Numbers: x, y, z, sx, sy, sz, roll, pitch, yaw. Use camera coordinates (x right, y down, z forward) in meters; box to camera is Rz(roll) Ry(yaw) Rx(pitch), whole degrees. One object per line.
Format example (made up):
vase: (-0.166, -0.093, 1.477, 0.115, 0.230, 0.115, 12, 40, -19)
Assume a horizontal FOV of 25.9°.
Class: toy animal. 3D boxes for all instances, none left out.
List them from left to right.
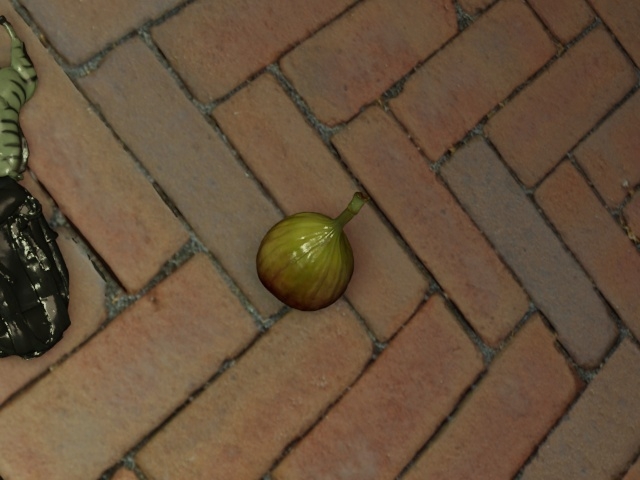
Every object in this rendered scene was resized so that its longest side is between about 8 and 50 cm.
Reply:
toy animal: (-0.457, -0.199, 2.000, 0.176, 0.073, 0.217, 43, 48, -20)

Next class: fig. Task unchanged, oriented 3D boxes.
fig: (-0.008, -0.004, 2.156, 0.160, 0.231, 0.143, -1, 31, -30)

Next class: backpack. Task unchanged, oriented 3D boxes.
backpack: (-0.437, 0.040, 1.885, 0.206, 0.133, 0.258, -31, 97, -36)
